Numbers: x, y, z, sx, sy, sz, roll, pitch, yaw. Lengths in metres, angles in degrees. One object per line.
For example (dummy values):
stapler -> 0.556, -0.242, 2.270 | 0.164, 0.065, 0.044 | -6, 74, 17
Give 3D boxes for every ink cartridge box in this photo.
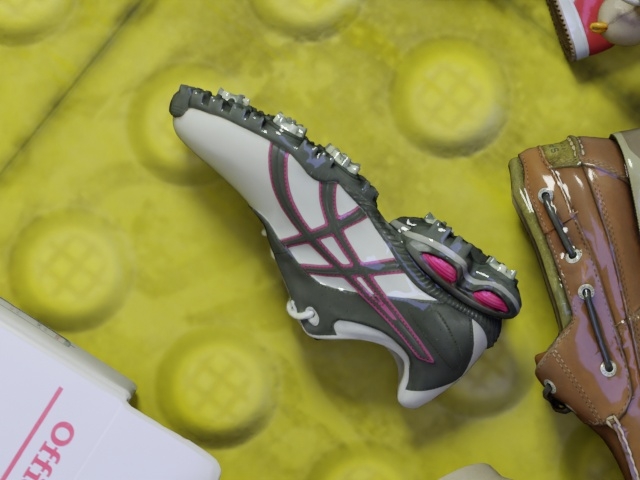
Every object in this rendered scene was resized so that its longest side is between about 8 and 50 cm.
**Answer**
ink cartridge box -> -0.259, 0.127, 1.125 | 0.353, 0.119, 0.207 | 33, 87, -2

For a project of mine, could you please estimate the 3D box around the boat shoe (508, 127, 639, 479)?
boat shoe -> 0.193, 0.081, 1.172 | 0.104, 0.111, 0.307 | -9, 81, 1

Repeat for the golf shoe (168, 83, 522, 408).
golf shoe -> 0.000, 0.000, 1.155 | 0.273, 0.105, 0.120 | 36, 95, -3

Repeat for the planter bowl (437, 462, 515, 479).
planter bowl -> 0.103, 0.216, 1.144 | 0.162, 0.162, 0.109 | -33, 65, -4

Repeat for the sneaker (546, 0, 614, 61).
sneaker -> 0.185, -0.188, 1.197 | 0.067, 0.042, 0.118 | -18, 96, -2

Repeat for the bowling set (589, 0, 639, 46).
bowling set -> 0.302, -0.250, 1.163 | 0.287, 0.154, 0.200 | -7, 72, -24
